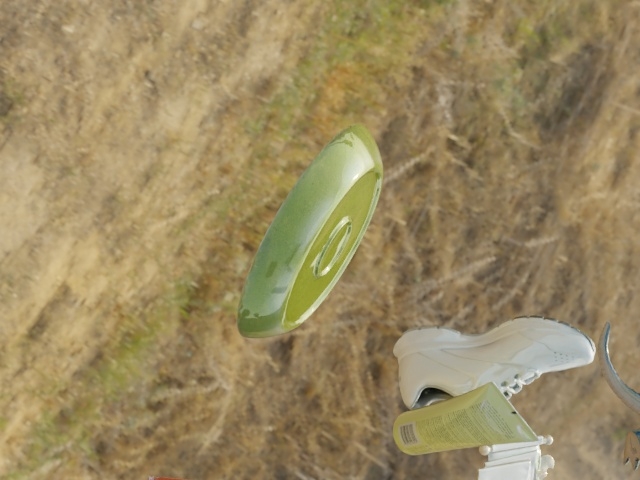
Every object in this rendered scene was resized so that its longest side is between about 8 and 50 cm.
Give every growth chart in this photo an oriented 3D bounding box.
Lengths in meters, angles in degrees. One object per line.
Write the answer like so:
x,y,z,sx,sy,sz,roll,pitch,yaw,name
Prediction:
0.286,0.414,1.646,0.172,0.021,0.237,10,95,-35,growth chart

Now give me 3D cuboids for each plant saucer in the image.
0.000,0.000,1.044,0.241,0.037,0.241,-54,164,-23,plant saucer

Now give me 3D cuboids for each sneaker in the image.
0.253,0.190,1.547,0.111,0.297,0.129,54,33,-50,sneaker

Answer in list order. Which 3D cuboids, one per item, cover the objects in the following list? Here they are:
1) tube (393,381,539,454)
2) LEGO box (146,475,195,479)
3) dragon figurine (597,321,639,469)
0.180,0.234,1.360,0.070,0.240,0.062,13,69,-23,tube
0.020,0.489,1.332,0.372,0.500,0.193,99,-4,-48,LEGO box
0.388,0.204,1.054,0.144,0.289,0.085,-12,143,-30,dragon figurine
